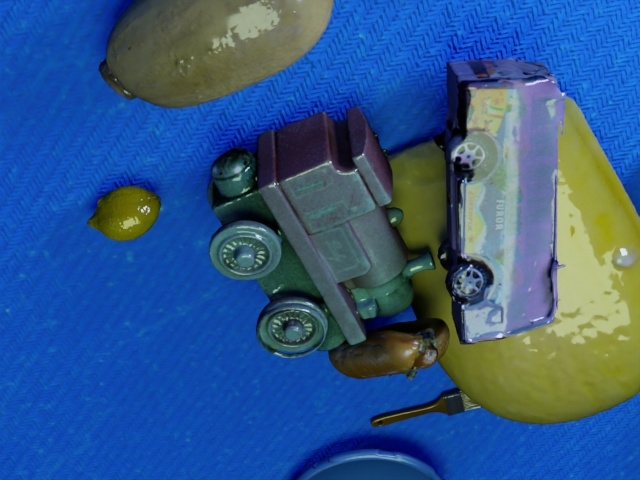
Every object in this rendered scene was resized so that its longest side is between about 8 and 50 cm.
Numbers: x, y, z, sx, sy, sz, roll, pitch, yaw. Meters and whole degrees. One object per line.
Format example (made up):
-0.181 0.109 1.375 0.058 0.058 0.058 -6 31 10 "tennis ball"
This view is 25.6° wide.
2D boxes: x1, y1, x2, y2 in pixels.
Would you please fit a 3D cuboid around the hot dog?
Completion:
0.086 0.140 1.741 0.100 0.249 0.068 -14 88 -20 "hot dog"

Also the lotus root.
-0.097 -0.230 1.453 0.303 0.131 0.146 -27 128 13 "lotus root"

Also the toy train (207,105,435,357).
0.000 0.000 1.641 0.221 0.150 0.304 -20 128 12 "toy train"

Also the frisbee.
0.069 0.375 2.028 0.242 0.045 0.242 -1 131 -1 "frisbee"

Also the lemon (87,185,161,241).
-0.228 -0.031 1.639 0.092 0.065 0.065 -18 129 5 "lemon"

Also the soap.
0.254 0.037 1.723 0.306 0.115 0.427 -21 109 12 "soap"

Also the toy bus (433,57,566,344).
0.201 -0.043 1.580 0.138 0.112 0.317 -4 113 -1 "toy bus"

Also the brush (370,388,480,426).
0.151 0.233 1.949 0.170 0.014 0.043 -15 128 3 "brush"
